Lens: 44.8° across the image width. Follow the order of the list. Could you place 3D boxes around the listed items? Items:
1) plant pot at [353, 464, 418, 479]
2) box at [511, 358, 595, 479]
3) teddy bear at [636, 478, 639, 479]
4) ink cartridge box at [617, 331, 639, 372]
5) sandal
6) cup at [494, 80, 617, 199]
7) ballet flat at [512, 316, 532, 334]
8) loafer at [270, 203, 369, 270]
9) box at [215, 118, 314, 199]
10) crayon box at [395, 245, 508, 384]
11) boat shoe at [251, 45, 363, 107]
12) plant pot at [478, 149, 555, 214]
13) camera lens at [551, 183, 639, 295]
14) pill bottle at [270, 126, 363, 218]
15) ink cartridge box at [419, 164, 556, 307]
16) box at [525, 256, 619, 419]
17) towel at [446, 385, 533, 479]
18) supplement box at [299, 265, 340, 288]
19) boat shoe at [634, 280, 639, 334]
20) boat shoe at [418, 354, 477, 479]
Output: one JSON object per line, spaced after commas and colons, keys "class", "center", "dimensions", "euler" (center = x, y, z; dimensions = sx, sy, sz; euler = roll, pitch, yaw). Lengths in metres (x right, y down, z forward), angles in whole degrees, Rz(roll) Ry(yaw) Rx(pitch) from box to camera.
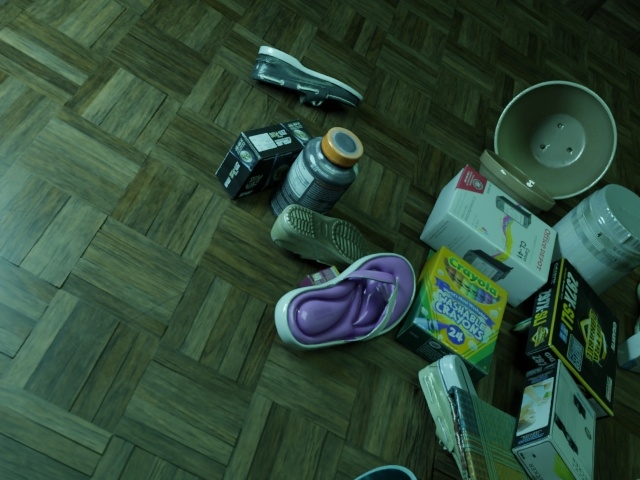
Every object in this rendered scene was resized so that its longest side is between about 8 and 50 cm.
{"class": "plant pot", "center": [0.130, 0.549, 1.234], "dimensions": [0.255, 0.272, 0.271], "euler": [48, 42, -12]}
{"class": "box", "center": [0.500, 0.404, 1.642], "dimensions": [0.169, 0.087, 0.290], "euler": [56, 30, -8]}
{"class": "teddy bear", "center": [0.771, 0.649, 1.707], "dimensions": [0.245, 0.113, 0.338], "euler": [36, 51, 6]}
{"class": "ink cartridge box", "center": [0.879, 0.304, 2.043], "dimensions": [0.181, 0.104, 0.061], "euler": [17, 49, -24]}
{"class": "sandal", "center": [0.086, 0.133, 1.609], "dimensions": [0.416, 0.102, 0.169], "euler": [-21, 94, -43]}
{"class": "cup", "center": [0.692, -0.292, 2.284], "dimensions": [0.331, 0.331, 0.237], "euler": [48, 18, 8]}
{"class": "ballet flat", "center": [0.540, 0.207, 1.927], "dimensions": [0.168, 0.057, 0.052], "euler": [-19, 78, -42]}
{"class": "loafer", "center": [0.000, 0.000, 1.702], "dimensions": [0.268, 0.092, 0.102], "euler": [28, 54, -36]}
{"class": "box", "center": [-0.120, -0.181, 1.722], "dimensions": [0.180, 0.147, 0.077], "euler": [-21, 70, -44]}
{"class": "crayon box", "center": [0.315, 0.154, 1.796], "dimensions": [0.203, 0.083, 0.323], "euler": [35, 43, -6]}
{"class": "boat shoe", "center": [-0.035, -0.397, 2.000], "dimensions": [0.302, 0.091, 0.114], "euler": [21, 3, -17]}
{"class": "plant pot", "center": [0.511, -0.136, 2.118], "dimensions": [0.237, 0.110, 0.237], "euler": [32, 20, -13]}
{"class": "camera lens", "center": [0.725, 0.012, 2.046], "dimensions": [0.219, 0.274, 0.219], "euler": [20, 44, -21]}
{"class": "pill bottle", "center": [-0.003, -0.137, 1.693], "dimensions": [0.130, 0.245, 0.130], "euler": [19, 48, -22]}
{"class": "ink cartridge box", "center": [0.432, -0.014, 1.978], "dimensions": [0.306, 0.131, 0.226], "euler": [34, 44, -4]}
{"class": "box", "center": [0.625, 0.236, 1.902], "dimensions": [0.257, 0.079, 0.322], "euler": [45, 42, -15]}
{"class": "towel", "center": [0.371, 0.458, 1.524], "dimensions": [0.370, 0.040, 0.271], "euler": [33, 39, -41]}
{"class": "supplement box", "center": [0.006, 0.096, 1.659], "dimensions": [0.083, 0.043, 0.055], "euler": [-18, 69, -43]}
{"class": "boat shoe", "center": [0.970, 0.184, 2.206], "dimensions": [0.116, 0.099, 0.319], "euler": [38, 43, -2]}
{"class": "boat shoe", "center": [0.284, 0.385, 1.580], "dimensions": [0.109, 0.094, 0.302], "euler": [24, 45, -50]}
